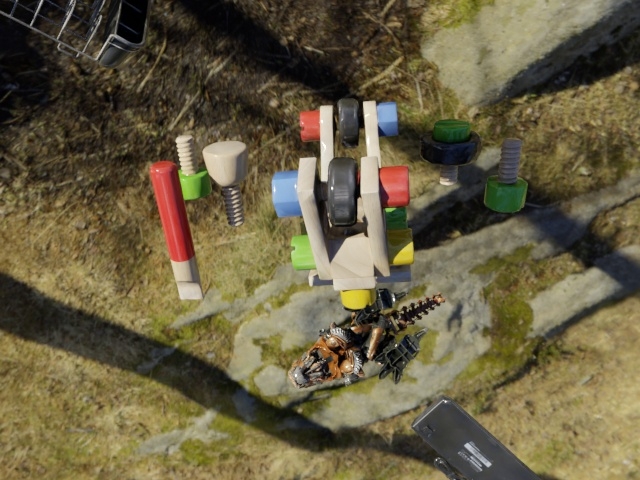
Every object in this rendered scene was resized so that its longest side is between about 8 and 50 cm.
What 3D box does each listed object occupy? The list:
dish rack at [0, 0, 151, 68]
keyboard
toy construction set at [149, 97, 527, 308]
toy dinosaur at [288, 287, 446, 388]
[{"bbox_3d":[-0.354,-0.345,0.666,0.271,0.208,0.074,22,135,-37],"label":"dish rack"},{"bbox_3d":[0.213,0.308,0.756,0.180,0.023,0.108,42,115,7],"label":"keyboard"},{"bbox_3d":[0.000,0.000,0.558,0.308,0.257,0.237,-13,120,-17],"label":"toy construction set"},{"bbox_3d":[0.090,0.172,1.002,0.164,0.218,0.322,41,70,5],"label":"toy dinosaur"}]
